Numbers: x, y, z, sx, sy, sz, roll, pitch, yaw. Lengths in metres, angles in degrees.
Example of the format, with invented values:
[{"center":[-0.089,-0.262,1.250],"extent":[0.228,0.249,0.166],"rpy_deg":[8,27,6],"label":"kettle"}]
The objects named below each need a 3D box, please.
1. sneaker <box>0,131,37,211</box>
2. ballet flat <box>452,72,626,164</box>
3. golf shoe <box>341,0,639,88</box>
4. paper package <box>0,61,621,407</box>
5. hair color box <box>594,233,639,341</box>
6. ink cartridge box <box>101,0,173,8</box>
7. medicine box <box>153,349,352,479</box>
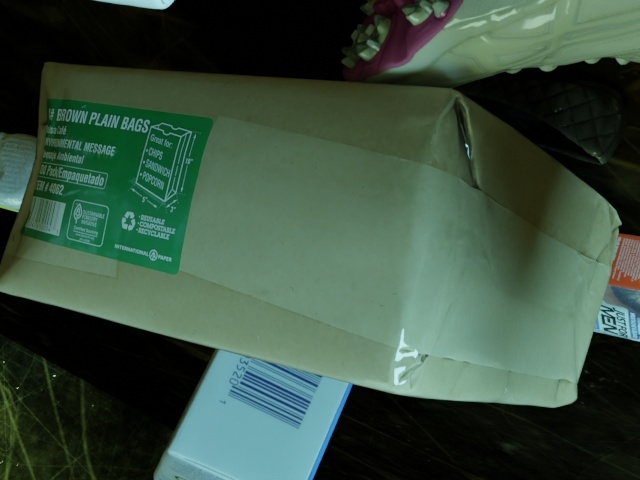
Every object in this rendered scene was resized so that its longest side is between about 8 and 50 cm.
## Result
[{"center":[-0.295,-0.044,1.056],"extent":[0.240,0.091,0.126],"rpy_deg":[18,156,13],"label":"sneaker"},{"center":[0.118,-0.084,0.627],"extent":[0.173,0.049,0.057],"rpy_deg":[8,153,34],"label":"ballet flat"},{"center":[0.125,-0.123,0.470],"extent":[0.140,0.115,0.306],"rpy_deg":[31,157,-22],"label":"golf shoe"},{"center":[0.000,0.000,0.651],"extent":[0.325,0.168,0.309],"rpy_deg":[11,176,33],"label":"paper package"},{"center":[0.275,0.044,0.742],"extent":[0.167,0.053,0.093],"rpy_deg":[10,152,28],"label":"hair color box"},{"center":[-0.154,-0.226,0.396],"extent":[0.283,0.207,0.117],"rpy_deg":[14,153,24],"label":"ink cartridge box"},{"center":[-0.066,0.175,1.076],"extent":[0.149,0.263,0.289],"rpy_deg":[26,157,-2],"label":"medicine box"}]
